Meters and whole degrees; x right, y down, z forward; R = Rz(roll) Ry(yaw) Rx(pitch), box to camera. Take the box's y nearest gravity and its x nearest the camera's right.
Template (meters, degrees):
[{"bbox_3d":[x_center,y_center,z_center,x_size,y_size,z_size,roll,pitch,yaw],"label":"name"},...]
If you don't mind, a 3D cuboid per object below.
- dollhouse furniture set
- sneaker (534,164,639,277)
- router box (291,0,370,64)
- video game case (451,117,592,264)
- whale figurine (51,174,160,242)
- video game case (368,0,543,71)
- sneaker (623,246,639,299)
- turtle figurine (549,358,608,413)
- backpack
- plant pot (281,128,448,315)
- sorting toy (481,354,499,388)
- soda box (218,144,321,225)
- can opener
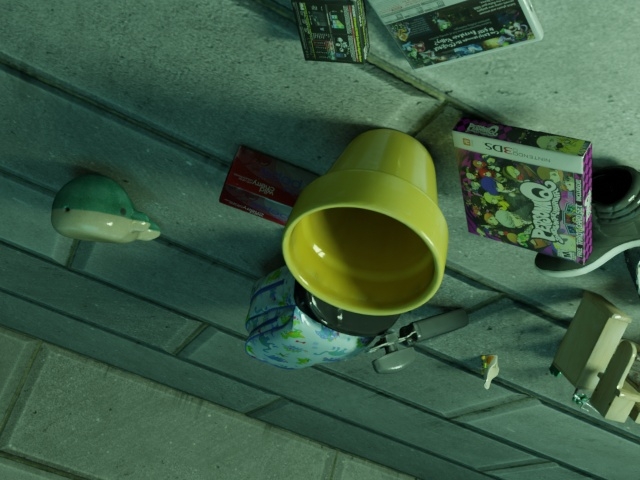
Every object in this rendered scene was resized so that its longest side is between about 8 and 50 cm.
[{"bbox_3d":[0.690,0.247,1.504,0.355,0.174,0.303,15,-163,-14],"label":"dollhouse furniture set"},{"bbox_3d":[0.445,-0.035,1.222,0.147,0.104,0.295,32,144,-22],"label":"sneaker"},{"bbox_3d":[0.016,-0.302,1.019,0.092,0.038,0.122,9,151,15],"label":"router box"},{"bbox_3d":[0.322,-0.077,1.161,0.210,0.042,0.232,19,145,34],"label":"video game case"},{"bbox_3d":[-0.468,-0.064,1.636,0.216,0.141,0.272,2,173,25],"label":"whale figurine"},{"bbox_3d":[0.169,-0.304,0.955,0.190,0.022,0.173,-7,144,35],"label":"video game case"},{"bbox_3d":[0.654,0.077,1.337,0.122,0.110,0.283,-30,133,31],"label":"sneaker"},{"bbox_3d":[0.669,0.336,1.750,0.234,0.118,0.175,27,143,-26],"label":"turtle figurine"},{"bbox_3d":[-0.031,0.170,1.710,0.290,0.273,0.355,21,167,-35],"label":"backpack"},{"bbox_3d":[0.089,-0.046,1.197,0.254,0.239,0.254,10,136,10],"label":"plant pot"},{"bbox_3d":[0.442,0.350,1.935,0.045,0.075,0.083,5,150,20],"label":"sorting toy"},{"bbox_3d":[-0.053,-0.080,1.397,0.263,0.092,0.083,20,153,-8],"label":"soda box"},{"bbox_3d":[0.224,0.232,1.668,0.283,0.095,0.076,-12,166,-31],"label":"can opener"}]
